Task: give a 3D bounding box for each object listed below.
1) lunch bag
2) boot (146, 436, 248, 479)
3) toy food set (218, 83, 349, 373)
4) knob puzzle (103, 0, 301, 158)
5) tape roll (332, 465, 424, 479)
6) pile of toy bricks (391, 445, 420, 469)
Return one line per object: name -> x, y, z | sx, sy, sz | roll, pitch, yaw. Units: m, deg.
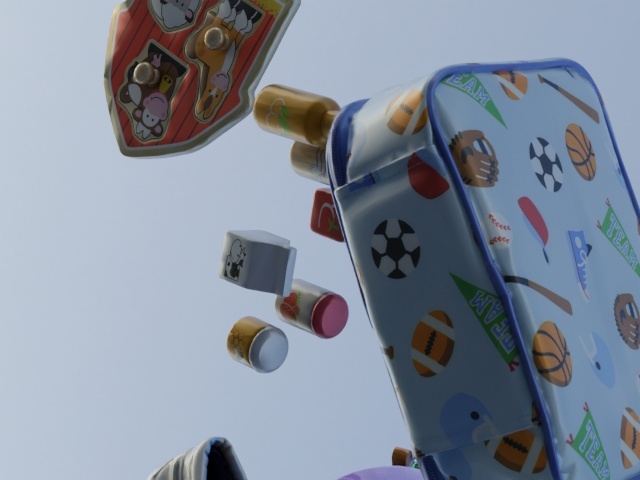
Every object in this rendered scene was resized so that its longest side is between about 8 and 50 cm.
lunch bag -> 0.137, 0.035, 0.962 | 0.115, 0.243, 0.303 | -20, -97, 38
boot -> -0.123, 0.335, 1.570 | 0.123, 0.095, 0.258 | -41, -129, 40
toy food set -> 0.000, 0.000, 1.191 | 0.105, 0.111, 0.232 | 20, -76, 45
knob puzzle -> -0.125, -0.157, 1.274 | 0.213, 0.030, 0.213 | -8, -104, 35
tape roll -> 0.044, 0.309, 1.105 | 0.090, 0.275, 0.274 | 28, -68, 49
pile of toy bricks -> 0.111, 0.224, 1.415 | 0.118, 0.212, 0.105 | 12, -50, 23
